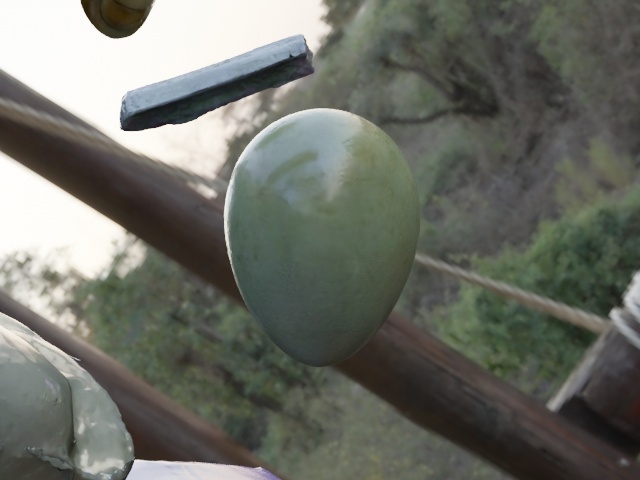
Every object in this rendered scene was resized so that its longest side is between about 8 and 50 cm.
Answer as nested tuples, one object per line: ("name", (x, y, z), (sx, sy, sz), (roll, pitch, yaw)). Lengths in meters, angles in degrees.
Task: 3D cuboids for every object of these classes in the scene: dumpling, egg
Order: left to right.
("dumpling", (-0.240, 0.096, 0.821), (0.142, 0.247, 0.172), (-47, 29, 29))
("egg", (0.000, 0.000, 1.371), (0.218, 0.218, 0.295), (-77, -8, -75))

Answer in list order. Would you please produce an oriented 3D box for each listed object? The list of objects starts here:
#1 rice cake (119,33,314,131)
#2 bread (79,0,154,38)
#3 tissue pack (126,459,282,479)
("rice cake", (-0.106, -0.155, 1.216), (0.206, 0.036, 0.047), (-19, 39, 2))
("bread", (-0.222, -0.407, 1.532), (0.173, 0.121, 0.311), (132, 157, -57))
("tissue pack", (-0.096, 0.315, 1.105), (0.338, 0.242, 0.160), (19, 104, 62))
